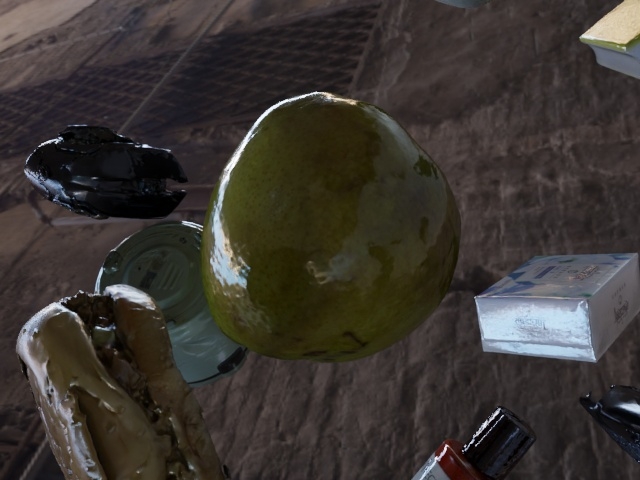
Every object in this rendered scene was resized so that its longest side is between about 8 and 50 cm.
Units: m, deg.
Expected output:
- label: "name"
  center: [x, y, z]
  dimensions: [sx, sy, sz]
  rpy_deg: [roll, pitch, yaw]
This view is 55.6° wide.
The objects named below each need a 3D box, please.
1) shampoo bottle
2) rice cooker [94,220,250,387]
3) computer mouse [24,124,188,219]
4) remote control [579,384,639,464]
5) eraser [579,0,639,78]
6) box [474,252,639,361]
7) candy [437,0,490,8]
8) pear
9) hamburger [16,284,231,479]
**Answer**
- label: "shampoo bottle"
  center: [0.165, 0.331, 0.771]
  dimensions: [0.278, 0.104, 0.104]
  rpy_deg: [-53, -25, 7]
- label: "rice cooker"
  center: [-0.215, 0.104, 0.938]
  dimensions: [0.244, 0.226, 0.226]
  rpy_deg: [73, -159, -61]
- label: "computer mouse"
  center: [-0.324, -0.092, 0.919]
  dimensions: [0.077, 0.242, 0.146]
  rpy_deg: [-113, 29, -65]
- label: "remote control"
  center: [0.316, 0.174, 0.342]
  dimensions: [0.144, 0.062, 0.399]
  rpy_deg: [44, 174, -11]
- label: "eraser"
  center: [0.480, -0.309, 0.859]
  dimensions: [0.069, 0.158, 0.226]
  rpy_deg: [49, -160, -13]
- label: "box"
  center: [0.443, 0.112, 1.114]
  dimensions: [0.274, 0.203, 0.116]
  rpy_deg: [-22, -76, -44]
- label: "candy"
  center: [0.265, -0.598, 1.175]
  dimensions: [0.185, 0.296, 0.295]
  rpy_deg: [-140, 40, -79]
- label: "pear"
  center: [0.000, 0.000, 0.698]
  dimensions: [0.304, 0.304, 0.303]
  rpy_deg: [-6, -90, -67]
- label: "hamburger"
  center: [-0.160, 0.137, 0.487]
  dimensions: [0.108, 0.214, 0.213]
  rpy_deg: [-23, -71, -31]
